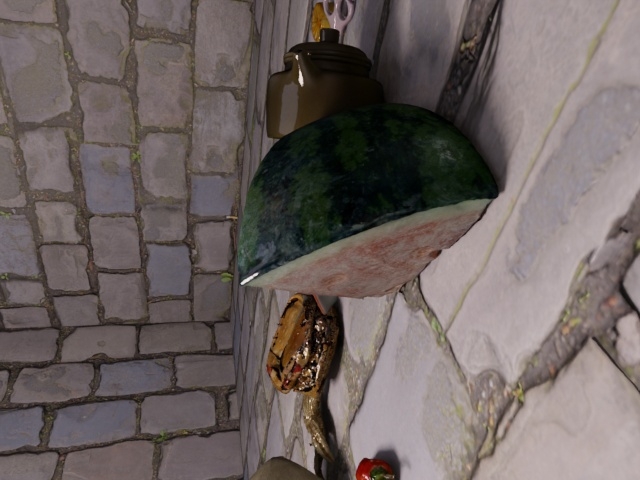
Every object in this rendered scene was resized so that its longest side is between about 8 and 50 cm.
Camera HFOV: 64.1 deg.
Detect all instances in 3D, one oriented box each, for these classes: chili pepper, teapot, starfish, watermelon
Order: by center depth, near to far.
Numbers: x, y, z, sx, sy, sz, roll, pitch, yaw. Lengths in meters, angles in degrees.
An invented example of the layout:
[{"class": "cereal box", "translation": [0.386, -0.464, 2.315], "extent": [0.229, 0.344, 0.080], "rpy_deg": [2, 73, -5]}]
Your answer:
[{"class": "watermelon", "translation": [0.022, -0.034, 0.650], "extent": [0.283, 0.251, 0.292], "rpy_deg": [-101, 20, -51]}, {"class": "chili pepper", "translation": [0.080, 0.368, 0.795], "extent": [0.191, 0.050, 0.059], "rpy_deg": [102, 146, -62]}, {"class": "teapot", "translation": [0.014, -0.244, 0.821], "extent": [0.268, 0.186, 0.175], "rpy_deg": [-21, -61, -68]}, {"class": "starfish", "translation": [-0.008, 0.401, 1.153], "extent": [0.236, 0.062, 0.277], "rpy_deg": [-144, 51, -78]}]

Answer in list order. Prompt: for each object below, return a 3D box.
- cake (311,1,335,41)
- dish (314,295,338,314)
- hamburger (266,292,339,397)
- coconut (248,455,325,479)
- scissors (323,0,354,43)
[{"class": "cake", "translation": [0.011, -0.460, 1.079], "extent": [0.084, 0.044, 0.084], "rpy_deg": [179, 90, -75]}, {"class": "dish", "translation": [0.000, 0.000, 0.943], "extent": [0.260, 0.085, 0.260], "rpy_deg": [-21, -90, -90]}, {"class": "hamburger", "translation": [-0.037, 0.218, 1.093], "extent": [0.231, 0.107, 0.231], "rpy_deg": [-163, 90, -77]}, {"class": "coconut", "translation": [-0.065, 0.562, 0.998], "extent": [0.237, 0.237, 0.265], "rpy_deg": [114, 146, -57]}, {"class": "scissors", "translation": [0.033, -0.407, 1.026], "extent": [0.100, 0.015, 0.189], "rpy_deg": [44, 144, 43]}]
